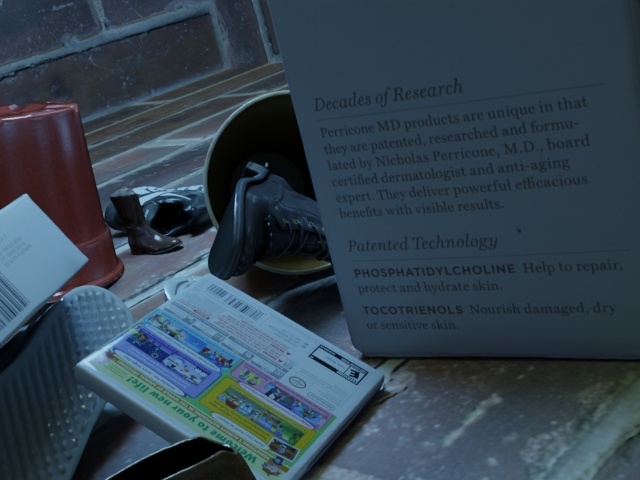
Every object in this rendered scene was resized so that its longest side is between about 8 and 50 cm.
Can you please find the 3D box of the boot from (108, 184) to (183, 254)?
[{"bbox_3d":[-0.281,-0.035,1.495,0.106,0.114,0.037,-6,20,25],"label":"boot"}]

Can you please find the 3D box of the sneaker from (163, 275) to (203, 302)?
[{"bbox_3d":[-0.110,0.135,0.918,0.090,0.095,0.235,6,32,-19],"label":"sneaker"}]

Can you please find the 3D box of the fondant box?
[{"bbox_3d":[-0.392,0.122,0.861,0.330,0.096,0.238,-37,11,22],"label":"fondant box"}]

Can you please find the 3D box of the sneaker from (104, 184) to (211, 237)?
[{"bbox_3d":[-0.285,-0.046,1.590,0.234,0.078,0.106,-4,18,24],"label":"sneaker"}]

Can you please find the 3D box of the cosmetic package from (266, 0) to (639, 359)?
[{"bbox_3d":[0.198,-0.128,0.946,0.327,0.394,0.329,-3,20,31],"label":"cosmetic package"}]

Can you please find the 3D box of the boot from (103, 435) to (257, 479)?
[{"bbox_3d":[-0.173,0.232,0.616,0.305,0.115,0.112,-25,22,-26],"label":"boot"}]

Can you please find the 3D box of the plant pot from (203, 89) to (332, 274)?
[{"bbox_3d":[-0.055,-0.077,1.317,0.237,0.237,0.254,-18,4,-10],"label":"plant pot"}]

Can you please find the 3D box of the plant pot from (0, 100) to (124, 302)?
[{"bbox_3d":[-0.450,-0.066,1.405,0.272,0.265,0.272,-4,16,1],"label":"plant pot"}]

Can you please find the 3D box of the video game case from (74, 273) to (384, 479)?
[{"bbox_3d":[-0.076,0.124,0.841,0.212,0.023,0.193,29,35,18],"label":"video game case"}]

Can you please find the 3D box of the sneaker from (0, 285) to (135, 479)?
[{"bbox_3d":[-0.302,0.192,0.873,0.150,0.135,0.366,-39,8,33],"label":"sneaker"}]

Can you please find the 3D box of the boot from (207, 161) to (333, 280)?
[{"bbox_3d":[0.000,0.000,1.085,0.229,0.091,0.263,23,26,-5],"label":"boot"}]
